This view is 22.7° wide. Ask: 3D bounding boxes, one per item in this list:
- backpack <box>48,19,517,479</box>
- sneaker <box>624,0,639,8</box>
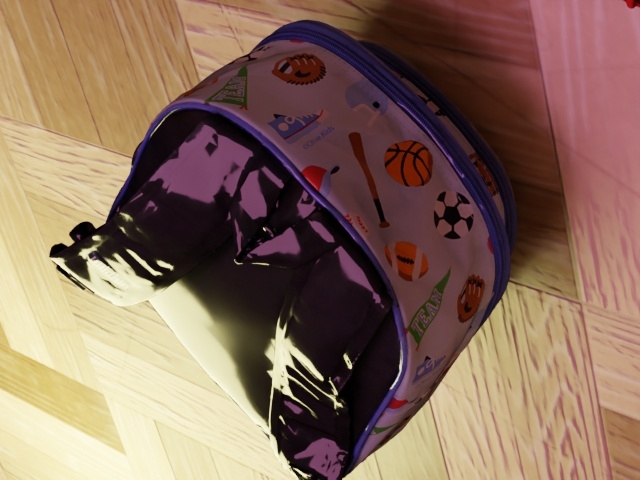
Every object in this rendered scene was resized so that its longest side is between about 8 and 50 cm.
[{"bbox_3d":[0.000,0.000,0.982,0.276,0.213,0.263,42,156,6],"label":"backpack"},{"bbox_3d":[0.143,-0.121,0.746,0.221,0.128,0.087,48,149,11],"label":"sneaker"}]
